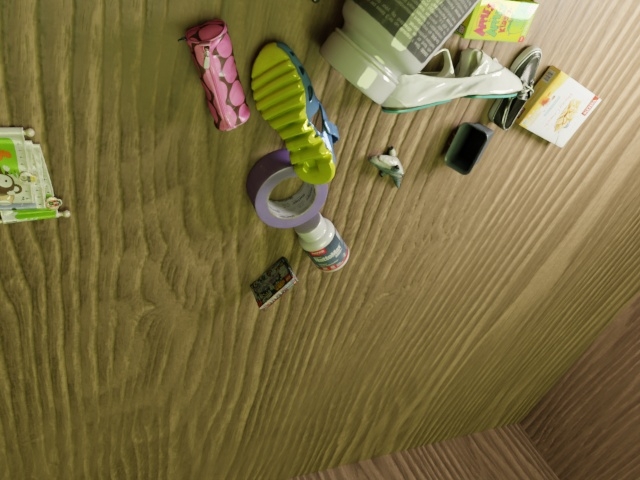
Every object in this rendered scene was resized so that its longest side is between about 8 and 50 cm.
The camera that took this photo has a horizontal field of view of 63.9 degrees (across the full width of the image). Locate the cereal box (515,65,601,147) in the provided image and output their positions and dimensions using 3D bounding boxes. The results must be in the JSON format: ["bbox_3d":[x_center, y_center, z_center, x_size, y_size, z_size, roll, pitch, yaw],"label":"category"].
[{"bbox_3d":[0.680,-0.378,1.475,0.240,0.047,0.173,11,124,-36],"label":"cereal box"}]

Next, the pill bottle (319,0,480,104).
[{"bbox_3d":[0.174,-0.461,1.003,0.204,0.204,0.361,25,115,-42],"label":"pill bottle"}]

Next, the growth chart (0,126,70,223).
[{"bbox_3d":[-0.623,-0.125,1.021,0.172,0.021,0.237,-13,134,-16],"label":"growth chart"}]

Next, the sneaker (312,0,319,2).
[{"bbox_3d":[0.024,-0.506,0.999,0.043,0.040,0.109,23,117,-43],"label":"sneaker"}]

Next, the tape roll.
[{"bbox_3d":[-0.083,-0.127,1.272,0.189,0.080,0.189,-15,135,-16],"label":"tape roll"}]

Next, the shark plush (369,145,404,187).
[{"bbox_3d":[0.188,-0.196,1.398,0.067,0.073,0.161,-20,162,17],"label":"shark plush"}]

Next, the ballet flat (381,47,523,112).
[{"bbox_3d":[0.321,-0.392,1.221,0.400,0.139,0.139,-12,135,-18],"label":"ballet flat"}]

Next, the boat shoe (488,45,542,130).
[{"bbox_3d":[0.529,-0.398,1.357,0.077,0.070,0.219,-3,131,-27],"label":"boat shoe"}]

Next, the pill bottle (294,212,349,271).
[{"bbox_3d":[0.000,0.000,1.417,0.108,0.108,0.180,-33,137,3],"label":"pill bottle"}]

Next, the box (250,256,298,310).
[{"bbox_3d":[-0.135,0.124,1.470,0.137,0.094,0.027,-42,137,12],"label":"box"}]

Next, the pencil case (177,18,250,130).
[{"bbox_3d":[-0.200,-0.317,1.013,0.095,0.098,0.209,-18,137,-4],"label":"pencil case"}]

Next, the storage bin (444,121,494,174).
[{"bbox_3d":[0.412,-0.263,1.416,0.091,0.098,0.135,-27,146,-47],"label":"storage bin"}]

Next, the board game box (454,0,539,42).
[{"bbox_3d":[0.411,-0.519,1.197,0.181,0.043,0.092,-7,133,-24],"label":"board game box"}]

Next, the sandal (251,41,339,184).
[{"bbox_3d":[-0.045,-0.283,1.126,0.126,0.138,0.317,-3,128,28],"label":"sandal"}]
